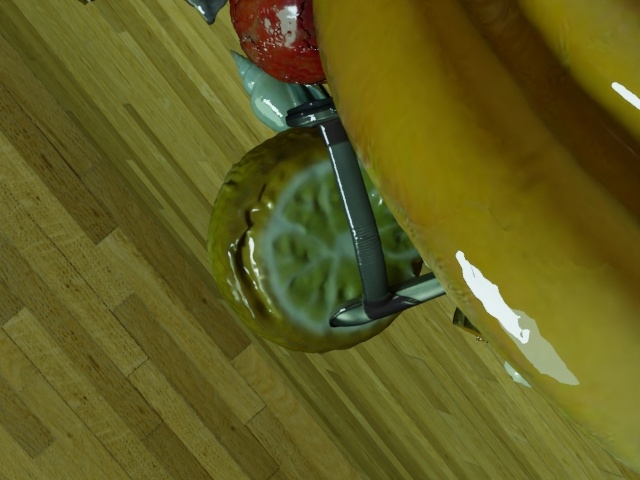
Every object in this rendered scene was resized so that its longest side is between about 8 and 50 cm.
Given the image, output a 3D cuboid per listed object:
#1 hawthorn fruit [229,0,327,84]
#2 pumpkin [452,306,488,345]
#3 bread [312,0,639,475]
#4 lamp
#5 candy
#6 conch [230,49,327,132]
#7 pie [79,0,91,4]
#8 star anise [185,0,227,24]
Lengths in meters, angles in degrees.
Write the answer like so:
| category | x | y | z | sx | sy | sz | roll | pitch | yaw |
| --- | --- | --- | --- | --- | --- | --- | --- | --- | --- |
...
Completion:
| category | x | y | z | sx | sy | sz | roll | pitch | yaw |
| --- | --- | --- | --- | --- | --- | --- | --- | --- | --- |
| hawthorn fruit | -0.002 | -0.216 | 1.434 | 0.148 | 0.148 | 0.172 | 49 | 154 | -2 |
| pumpkin | 0.261 | 0.090 | 1.529 | 0.248 | 0.126 | 0.131 | 34 | 167 | -31 |
| bread | 0.169 | -0.053 | 0.900 | 0.329 | 0.245 | 0.424 | 53 | -169 | -41 |
| lamp | 0.088 | -0.042 | 1.668 | 0.124 | 0.203 | 0.283 | -137 | 31 | -67 |
| candy | 0.000 | 0.000 | 1.779 | 0.260 | 0.260 | 0.118 | 53 | 170 | -20 |
| conch | -0.035 | -0.170 | 1.849 | 0.180 | 0.088 | 0.065 | 40 | -151 | 8 |
| pie | -0.251 | -0.398 | 1.581 | 0.288 | 0.103 | 0.355 | 91 | 163 | -55 |
| star anise | -0.143 | -0.338 | 1.630 | 0.209 | 0.089 | 0.231 | 58 | 167 | 25 |
